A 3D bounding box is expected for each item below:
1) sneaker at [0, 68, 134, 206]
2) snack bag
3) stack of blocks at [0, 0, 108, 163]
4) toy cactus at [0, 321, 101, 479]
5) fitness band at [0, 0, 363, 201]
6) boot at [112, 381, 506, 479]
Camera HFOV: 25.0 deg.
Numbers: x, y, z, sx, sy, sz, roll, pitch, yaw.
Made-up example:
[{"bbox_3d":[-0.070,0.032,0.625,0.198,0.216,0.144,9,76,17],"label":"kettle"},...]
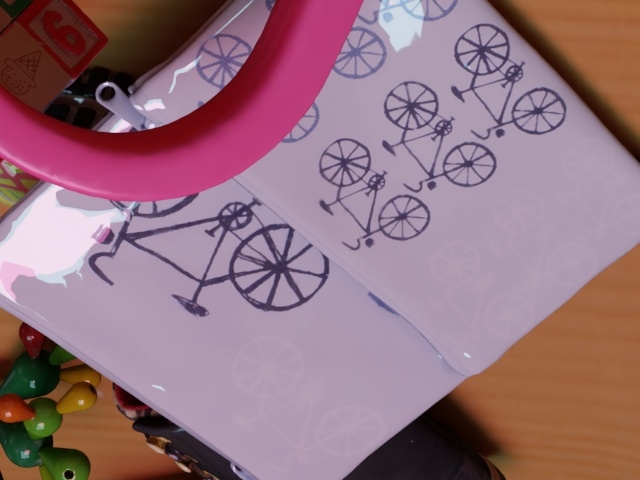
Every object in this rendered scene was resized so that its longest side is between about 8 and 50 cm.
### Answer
[{"bbox_3d":[-0.162,-0.055,0.898,0.208,0.081,0.094,20,141,4],"label":"sneaker"},{"bbox_3d":[0.000,0.000,0.860,0.342,0.037,0.323,-40,123,15],"label":"snack bag"},{"bbox_3d":[-0.266,-0.028,0.783,0.297,0.171,0.087,-30,111,39],"label":"stack of blocks"},{"bbox_3d":[-0.246,0.150,1.103,0.180,0.219,0.112,24,-168,41],"label":"toy cactus"},{"bbox_3d":[-0.066,-0.157,0.643,0.209,0.054,0.291,19,102,-27],"label":"fitness band"},{"bbox_3d":[-0.073,0.177,1.106,0.377,0.138,0.284,-14,137,20],"label":"boot"}]
